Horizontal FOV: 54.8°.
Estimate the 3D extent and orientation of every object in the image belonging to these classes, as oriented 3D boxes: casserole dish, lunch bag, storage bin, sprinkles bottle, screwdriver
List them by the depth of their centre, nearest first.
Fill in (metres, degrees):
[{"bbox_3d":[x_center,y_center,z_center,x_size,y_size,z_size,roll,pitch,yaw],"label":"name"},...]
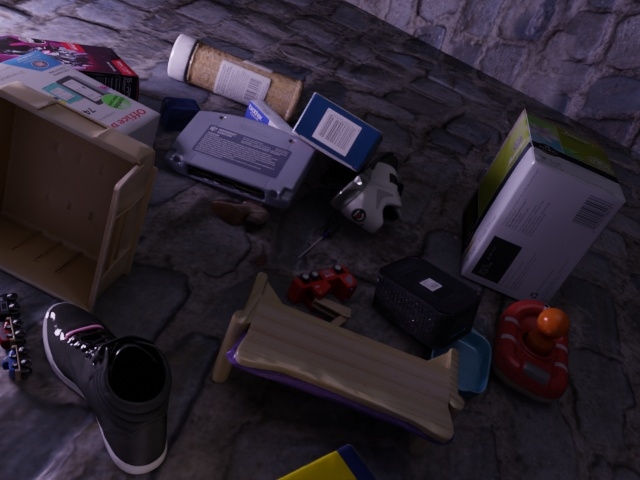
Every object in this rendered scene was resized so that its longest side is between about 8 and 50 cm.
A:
[{"bbox_3d":[-0.413,-0.068,0.952,0.262,0.260,0.123,26,31,3],"label":"storage bin"},{"bbox_3d":[0.261,0.226,1.168,0.114,0.037,0.188,28,35,4],"label":"casserole dish"},{"bbox_3d":[0.203,0.115,1.196,0.122,0.084,0.180,-19,39,-39],"label":"storage bin"},{"bbox_3d":[0.000,0.000,1.322,0.025,0.024,0.170,6,29,26],"label":"screwdriver"},{"bbox_3d":[-0.333,-0.305,1.482,0.098,0.067,0.065,0,42,-33],"label":"lunch bag"},{"bbox_3d":[-0.228,-0.439,1.677,0.355,0.121,0.121,20,35,-8],"label":"sprinkles bottle"}]

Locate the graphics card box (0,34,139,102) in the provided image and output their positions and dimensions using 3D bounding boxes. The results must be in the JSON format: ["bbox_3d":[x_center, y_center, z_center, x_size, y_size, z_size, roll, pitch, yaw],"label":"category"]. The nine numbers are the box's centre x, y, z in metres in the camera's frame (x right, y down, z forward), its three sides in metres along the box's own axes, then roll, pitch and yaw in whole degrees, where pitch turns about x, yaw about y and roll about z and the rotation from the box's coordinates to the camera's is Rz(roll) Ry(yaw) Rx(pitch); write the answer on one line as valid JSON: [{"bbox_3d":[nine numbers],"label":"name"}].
[{"bbox_3d":[-0.610,-0.370,1.345,0.370,0.094,0.233,-4,33,-33],"label":"graphics card box"}]

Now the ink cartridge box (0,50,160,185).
[{"bbox_3d":[-0.468,-0.174,1.110,0.270,0.197,0.198,27,35,3],"label":"ink cartridge box"}]

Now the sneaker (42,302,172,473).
[{"bbox_3d":[-0.285,0.154,0.833,0.104,0.147,0.296,-15,49,-41],"label":"sneaker"}]

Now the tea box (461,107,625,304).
[{"bbox_3d":[0.503,-0.081,1.463,0.220,0.329,0.323,23,35,-2],"label":"tea box"}]

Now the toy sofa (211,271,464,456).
[{"bbox_3d":[0.023,0.212,0.941,0.362,0.150,0.177,22,39,-5],"label":"toy sofa"}]

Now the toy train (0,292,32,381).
[{"bbox_3d":[-0.436,0.134,0.871,0.036,0.027,0.158,-6,45,-32],"label":"toy train"}]

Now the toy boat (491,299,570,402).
[{"bbox_3d":[0.434,0.192,1.215,0.151,0.151,0.231,28,35,5],"label":"toy boat"}]

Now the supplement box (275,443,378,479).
[{"bbox_3d":[-0.075,0.391,0.604,0.356,0.194,0.195,-11,48,-40],"label":"supplement box"}]

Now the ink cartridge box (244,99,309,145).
[{"bbox_3d":[-0.116,-0.250,1.515,0.046,0.097,0.207,-12,48,-40],"label":"ink cartridge box"}]

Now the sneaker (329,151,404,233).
[{"bbox_3d":[0.138,-0.107,1.486,0.146,0.122,0.330,45,35,-2],"label":"sneaker"}]

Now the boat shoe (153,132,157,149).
[{"bbox_3d":[-0.418,-0.249,1.341,0.183,0.083,0.065,40,37,21],"label":"boat shoe"}]

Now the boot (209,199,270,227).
[{"bbox_3d":[-0.163,-0.064,1.296,0.118,0.042,0.087,26,28,0],"label":"boot"}]

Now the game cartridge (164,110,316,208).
[{"bbox_3d":[-0.169,-0.189,1.369,0.294,0.060,0.196,20,54,8],"label":"game cartridge"}]

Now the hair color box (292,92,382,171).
[{"bbox_3d":[0.051,-0.249,1.481,0.174,0.105,0.347,32,9,2],"label":"hair color box"}]

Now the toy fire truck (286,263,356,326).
[{"bbox_3d":[0.011,0.118,1.148,0.192,0.047,0.135,-12,49,-43],"label":"toy fire truck"}]
